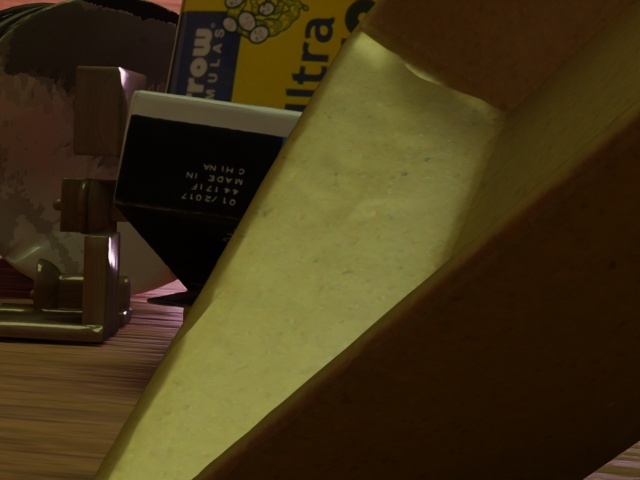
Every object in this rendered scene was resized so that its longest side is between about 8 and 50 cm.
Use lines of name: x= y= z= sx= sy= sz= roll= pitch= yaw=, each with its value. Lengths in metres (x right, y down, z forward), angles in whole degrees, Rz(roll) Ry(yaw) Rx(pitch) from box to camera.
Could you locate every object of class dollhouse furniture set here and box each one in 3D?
dollhouse furniture set: x=-0.174 y=-0.026 z=1.085 sx=0.123 sy=0.151 sz=0.144 roll=2 pitch=3 yaw=3

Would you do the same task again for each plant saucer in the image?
plant saucer: x=0.087 y=-0.052 z=0.502 sx=0.333 sy=0.081 sz=0.333 roll=-42 pitch=13 yaw=38

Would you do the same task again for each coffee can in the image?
coffee can: x=-0.177 y=-0.073 z=1.347 sx=0.202 sy=0.201 sz=0.275 roll=1 pitch=6 yaw=-17

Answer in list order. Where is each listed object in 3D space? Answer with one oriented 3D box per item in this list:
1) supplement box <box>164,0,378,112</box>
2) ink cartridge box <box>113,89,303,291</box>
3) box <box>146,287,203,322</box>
supplement box: x=0.066 y=-0.088 z=1.231 sx=0.195 sy=0.194 sz=0.356 roll=5 pitch=-8 yaw=25
ink cartridge box: x=0.000 y=0.000 z=1.019 sx=0.165 sy=0.065 sz=0.332 roll=7 pitch=-10 yaw=8
box: x=0.017 y=0.049 z=0.918 sx=0.178 sy=0.042 sz=0.109 roll=3 pitch=4 yaw=26
